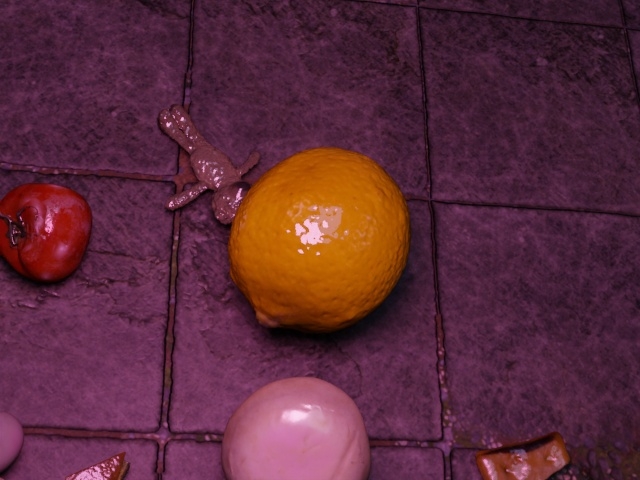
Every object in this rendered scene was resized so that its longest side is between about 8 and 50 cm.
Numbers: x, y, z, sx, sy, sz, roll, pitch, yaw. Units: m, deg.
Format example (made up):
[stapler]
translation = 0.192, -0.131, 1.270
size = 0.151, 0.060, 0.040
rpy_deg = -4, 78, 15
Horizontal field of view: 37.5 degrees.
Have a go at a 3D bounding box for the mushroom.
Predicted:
[mushroom]
translation = -0.034, 0.336, 1.543
size = 0.246, 0.202, 0.246
rpy_deg = 2, 103, 10

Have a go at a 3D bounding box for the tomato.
[tomato]
translation = -0.487, -0.015, 1.657
size = 0.187, 0.151, 0.187
rpy_deg = -1, 87, 24

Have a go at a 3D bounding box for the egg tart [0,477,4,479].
[egg tart]
translation = -0.477, 0.472, 1.378
size = 0.120, 0.315, 0.315
rpy_deg = 0, 55, -55

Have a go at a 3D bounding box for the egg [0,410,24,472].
[egg]
translation = -0.538, 0.327, 1.495
size = 0.135, 0.103, 0.103
rpy_deg = -30, 72, -19

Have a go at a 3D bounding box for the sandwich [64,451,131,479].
[sandwich]
translation = -0.386, 0.438, 1.475
size = 0.088, 0.090, 0.244
rpy_deg = 23, 62, -2

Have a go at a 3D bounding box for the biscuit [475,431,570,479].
[biscuit]
translation = 0.371, 0.436, 1.648
size = 0.174, 0.039, 0.183
rpy_deg = -7, 65, -16

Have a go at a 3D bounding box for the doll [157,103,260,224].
[doll]
translation = -0.202, -0.147, 1.816
size = 0.202, 0.091, 0.286
rpy_deg = 2, 52, -23

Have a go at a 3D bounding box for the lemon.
[lemon]
translation = 0.001, -0.001, 1.647
size = 0.336, 0.336, 0.336
rpy_deg = 4, 63, -8
